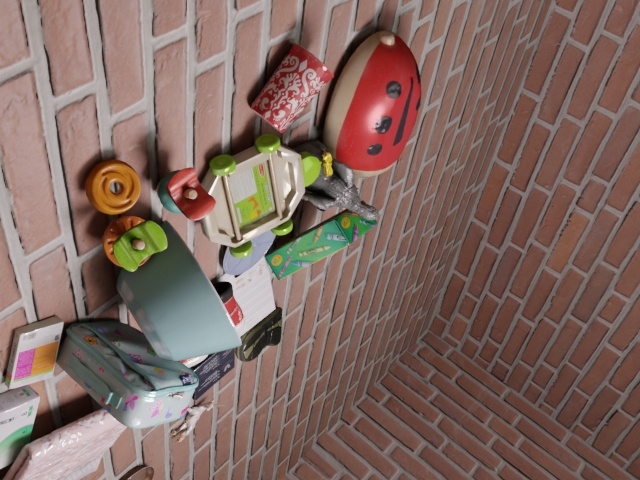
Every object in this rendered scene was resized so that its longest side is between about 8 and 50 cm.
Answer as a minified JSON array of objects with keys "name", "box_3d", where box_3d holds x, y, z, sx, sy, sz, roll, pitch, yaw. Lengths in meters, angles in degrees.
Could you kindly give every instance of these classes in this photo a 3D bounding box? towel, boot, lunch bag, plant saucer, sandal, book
[{"name":"towel","box_3d":[-0.592,0.509,1.767,0.317,0.053,0.332,-52,163,29]},{"name":"boot","box_3d":[-0.316,0.211,1.949,0.244,0.088,0.176,-37,139,-23]},{"name":"lunch bag","box_3d":[-0.406,0.276,1.596,0.108,0.279,0.224,-62,155,7]},{"name":"plant saucer","box_3d":[-0.568,0.734,2.259,0.168,0.029,0.168,-44,156,-25]},{"name":"sandal","box_3d":[-0.189,0.271,2.276,0.303,0.086,0.120,-23,119,-65]},{"name":"book","box_3d":[-0.574,0.225,1.517,0.096,0.035,0.144,-17,137,-52]}]

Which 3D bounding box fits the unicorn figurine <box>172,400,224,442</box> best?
[{"name":"unicorn figurine","box_3d":[-0.389,0.544,2.320,0.162,0.060,0.111,-47,164,27]}]

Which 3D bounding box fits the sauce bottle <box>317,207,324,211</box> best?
[{"name":"sauce bottle","box_3d":[0.026,-0.143,2.176,0.042,0.042,0.128,-18,136,-56]}]

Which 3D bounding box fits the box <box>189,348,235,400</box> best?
[{"name":"box","box_3d":[-0.321,0.329,2.088,0.156,0.093,0.158,-39,152,-34]}]

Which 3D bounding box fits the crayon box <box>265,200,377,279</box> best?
[{"name":"crayon box","box_3d":[0.000,0.000,2.079,0.278,0.081,0.165,-27,-176,38]}]

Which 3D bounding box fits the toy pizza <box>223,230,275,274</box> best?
[{"name":"toy pizza","box_3d":[-0.187,0.003,1.973,0.201,0.032,0.201,-43,157,-24]}]

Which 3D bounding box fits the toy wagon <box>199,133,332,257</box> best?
[{"name":"toy wagon","box_3d":[-0.125,-0.120,1.759,0.344,0.068,0.267,-30,137,-24]}]

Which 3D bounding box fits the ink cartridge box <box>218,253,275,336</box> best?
[{"name":"ink cartridge box","box_3d":[-0.217,0.145,2.120,0.189,0.066,0.232,-37,131,-36]}]

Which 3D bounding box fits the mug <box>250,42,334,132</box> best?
[{"name":"mug","box_3d":[-0.060,-0.322,1.664,0.169,0.113,0.150,-52,156,2]}]

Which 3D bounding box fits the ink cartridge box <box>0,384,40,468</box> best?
[{"name":"ink cartridge box","box_3d":[-0.685,0.405,1.524,0.225,0.056,0.181,-23,142,-55]}]

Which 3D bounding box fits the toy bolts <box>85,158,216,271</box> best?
[{"name":"toy bolts","box_3d":[-0.345,-0.079,1.474,0.228,0.158,0.218,-34,111,-21]}]

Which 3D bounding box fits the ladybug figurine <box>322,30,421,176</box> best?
[{"name":"ladybug figurine","box_3d":[0.148,-0.336,1.986,0.305,0.162,0.449,-39,153,-33]}]

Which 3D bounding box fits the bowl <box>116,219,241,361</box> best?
[{"name":"bowl","box_3d":[-0.313,0.131,1.595,0.163,0.311,0.311,-32,152,-14]}]

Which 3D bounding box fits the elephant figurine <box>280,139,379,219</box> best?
[{"name":"elephant figurine","box_3d":[0.026,-0.145,1.911,0.186,0.239,0.169,-32,149,-43]}]
